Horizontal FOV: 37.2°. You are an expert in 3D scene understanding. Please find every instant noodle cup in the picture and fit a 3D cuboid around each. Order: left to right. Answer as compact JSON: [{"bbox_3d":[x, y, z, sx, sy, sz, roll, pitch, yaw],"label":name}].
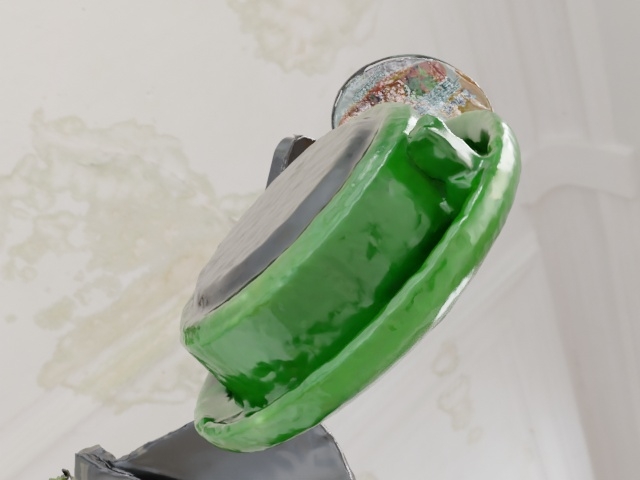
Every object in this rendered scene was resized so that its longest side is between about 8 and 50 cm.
[{"bbox_3d":[0.164,-0.162,1.749,0.296,0.296,0.214,-46,-21,-20],"label":"instant noodle cup"}]

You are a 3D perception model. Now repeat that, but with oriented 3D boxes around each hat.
[{"bbox_3d":[-0.131,0.389,1.205,0.381,0.366,0.257,-19,-32,-5],"label":"hat"}]

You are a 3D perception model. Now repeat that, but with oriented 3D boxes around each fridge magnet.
[{"bbox_3d":[0.008,0.011,0.459,0.088,0.208,0.208,42,-105,-13],"label":"fridge magnet"}]

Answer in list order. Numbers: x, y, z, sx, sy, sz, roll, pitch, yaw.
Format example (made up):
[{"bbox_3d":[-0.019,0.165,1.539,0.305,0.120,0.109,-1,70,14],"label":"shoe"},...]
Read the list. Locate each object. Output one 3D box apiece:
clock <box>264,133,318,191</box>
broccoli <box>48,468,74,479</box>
[{"bbox_3d":[0.001,0.000,1.384,0.273,0.049,0.279,8,-84,-57],"label":"clock"},{"bbox_3d":[-0.356,0.539,1.576,0.281,0.348,0.293,-29,-16,17],"label":"broccoli"}]
